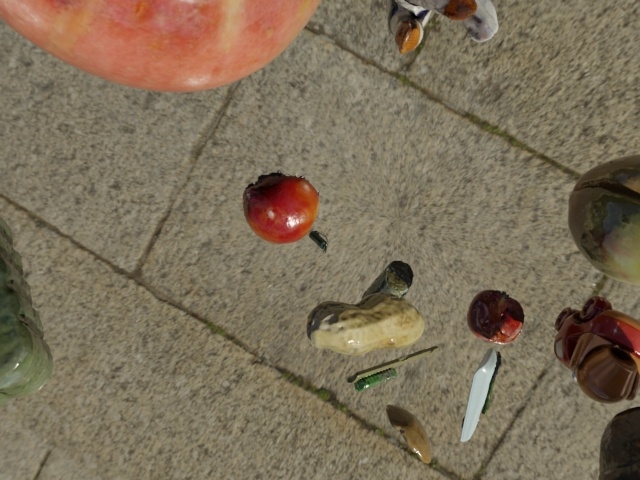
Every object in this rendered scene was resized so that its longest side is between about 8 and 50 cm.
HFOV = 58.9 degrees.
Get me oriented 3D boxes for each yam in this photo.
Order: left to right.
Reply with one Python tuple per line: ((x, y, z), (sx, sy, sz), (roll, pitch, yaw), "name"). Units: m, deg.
((0.186, 0.139, 1.576), (0.107, 0.107, 0.183), (33, 138, 6), "yam")

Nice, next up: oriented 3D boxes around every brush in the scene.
((0.189, 0.315, 1.409), (0.054, 0.282, 0.048), (-37, 70, 50), "brush")

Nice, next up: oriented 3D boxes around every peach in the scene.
((-0.048, -0.035, 0.696), (0.098, 0.061, 0.098), (-6, 131, -6), "peach")
((0.700, -0.050, 1.258), (0.292, 0.247, 0.293), (-15, 63, 31), "peach")

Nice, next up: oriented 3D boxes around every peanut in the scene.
((0.100, 0.179, 1.213), (0.290, 0.130, 0.130), (-3, 92, -32), "peanut")

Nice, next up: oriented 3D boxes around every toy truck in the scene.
((0.662, 0.279, 1.355), (0.189, 0.265, 0.239), (30, 69, 6), "toy truck")

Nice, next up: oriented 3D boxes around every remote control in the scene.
((0.443, 0.436, 1.586), (0.051, 0.103, 0.294), (21, 126, 25), "remote control")

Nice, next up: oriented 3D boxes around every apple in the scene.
((-0.161, -0.320, 0.523), (0.363, 0.364, 0.364), (0, 92, 8), "apple")

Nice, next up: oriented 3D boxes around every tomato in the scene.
((0.450, 0.202, 1.510), (0.159, 0.091, 0.139), (21, 75, -17), "tomato")

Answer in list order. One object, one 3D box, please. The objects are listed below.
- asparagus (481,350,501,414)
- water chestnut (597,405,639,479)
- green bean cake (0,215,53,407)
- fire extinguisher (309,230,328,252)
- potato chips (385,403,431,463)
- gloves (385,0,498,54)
((0.405, 0.336, 1.335), (0.016, 0.016, 0.163), (20, 106, 32), "asparagus")
((0.689, 0.485, 1.045), (0.334, 0.347, 0.335), (13, 136, 13), "water chestnut")
((-0.337, 0.068, 0.465), (0.184, 0.094, 0.184), (-23, 73, -18), "green bean cake")
((0.000, 0.000, 1.561), (0.083, 0.025, 0.038), (45, 114, 47), "fire extinguisher")
((0.249, 0.520, 1.564), (0.061, 0.195, 0.208), (-37, 118, -1), "potato chips")
((0.150, -0.321, 0.729), (0.139, 0.219, 0.132), (-12, 112, 1), "gloves")
